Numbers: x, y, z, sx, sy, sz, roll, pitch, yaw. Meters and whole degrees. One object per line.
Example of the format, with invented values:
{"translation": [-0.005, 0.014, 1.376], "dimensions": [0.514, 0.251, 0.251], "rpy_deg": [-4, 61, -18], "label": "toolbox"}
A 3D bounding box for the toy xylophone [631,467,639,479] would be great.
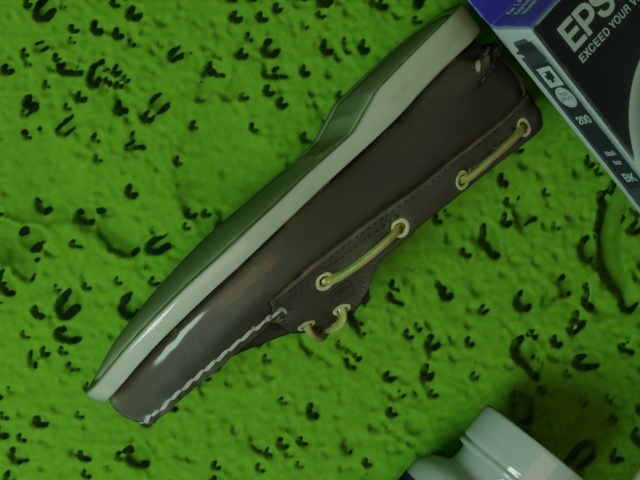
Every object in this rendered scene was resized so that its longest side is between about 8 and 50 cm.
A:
{"translation": [0.285, 0.164, 0.835], "dimensions": [0.236, 0.081, 0.323], "rpy_deg": [21, 119, -14], "label": "toy xylophone"}

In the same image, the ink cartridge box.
{"translation": [0.206, -0.158, 0.831], "dimensions": [0.208, 0.045, 0.206], "rpy_deg": [48, 67, -14], "label": "ink cartridge box"}

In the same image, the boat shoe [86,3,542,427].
{"translation": [0.000, 0.000, 0.799], "dimensions": [0.324, 0.116, 0.097], "rpy_deg": [-46, 102, -10], "label": "boat shoe"}

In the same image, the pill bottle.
{"translation": [0.081, 0.203, 0.845], "dimensions": [0.112, 0.112, 0.187], "rpy_deg": [39, 88, -15], "label": "pill bottle"}
